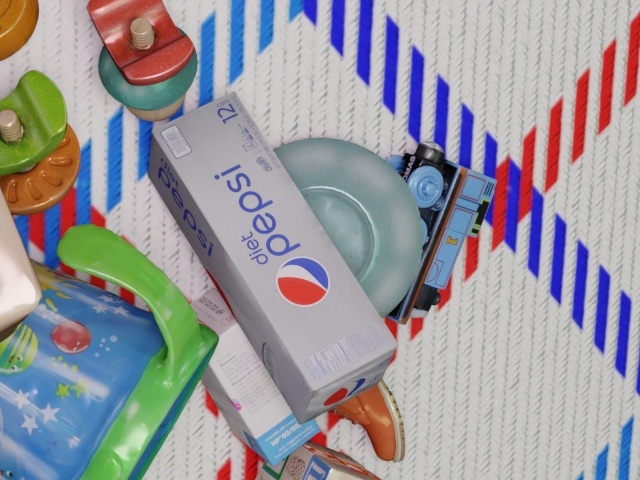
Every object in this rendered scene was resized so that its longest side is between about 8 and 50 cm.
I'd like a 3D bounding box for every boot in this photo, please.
[{"bbox_3d":[0.032,0.160,1.839,0.084,0.059,0.158,-23,108,-8],"label":"boot"}]

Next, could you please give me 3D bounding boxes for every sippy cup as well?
[{"bbox_3d":[-0.240,0.125,1.597,0.224,0.240,0.305,31,93,1],"label":"sippy cup"}]

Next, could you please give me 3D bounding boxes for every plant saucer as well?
[{"bbox_3d":[0.000,0.000,1.744,0.195,0.037,0.195,0,96,2],"label":"plant saucer"}]

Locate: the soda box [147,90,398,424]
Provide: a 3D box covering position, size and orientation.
[{"bbox_3d":[-0.048,0.015,1.653,0.091,0.098,0.286,-27,73,-18],"label":"soda box"}]

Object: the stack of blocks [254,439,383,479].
[{"bbox_3d":[-0.050,0.340,1.776,0.087,0.171,0.297,23,91,-27],"label":"stack of blocks"}]

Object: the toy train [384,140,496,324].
[{"bbox_3d":[0.096,-0.004,1.813,0.105,0.080,0.184,18,94,-33],"label":"toy train"}]

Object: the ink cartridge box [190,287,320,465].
[{"bbox_3d":[-0.082,0.114,1.743,0.061,0.104,0.181,-36,114,-13],"label":"ink cartridge box"}]

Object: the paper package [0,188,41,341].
[{"bbox_3d":[-0.412,-0.017,1.372,0.325,0.168,0.309,-22,87,-17],"label":"paper package"}]

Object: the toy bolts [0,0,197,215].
[{"bbox_3d":[-0.225,-0.146,1.629,0.228,0.158,0.218,-23,71,-8],"label":"toy bolts"}]
